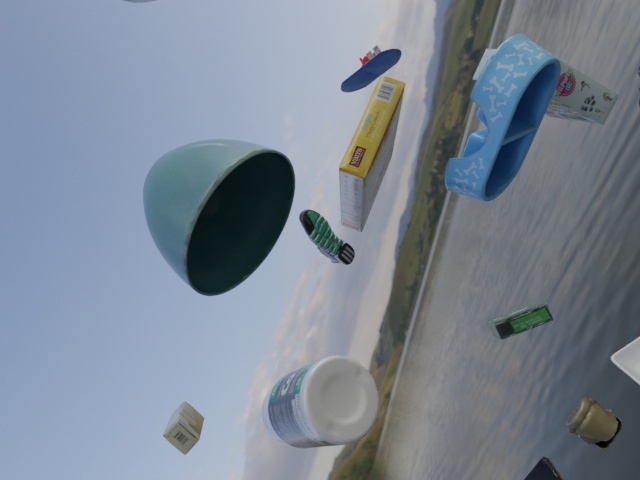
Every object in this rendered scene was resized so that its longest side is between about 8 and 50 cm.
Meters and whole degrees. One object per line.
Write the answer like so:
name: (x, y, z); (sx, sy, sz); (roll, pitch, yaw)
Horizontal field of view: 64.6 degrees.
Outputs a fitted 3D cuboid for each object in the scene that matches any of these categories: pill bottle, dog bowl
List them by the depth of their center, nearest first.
dog bowl: (0.317, -0.197, 0.881); (0.166, 0.074, 0.297); (-25, -41, -36)
pill bottle: (-0.019, 0.431, 1.316); (0.361, 0.204, 0.204); (-43, 19, 56)

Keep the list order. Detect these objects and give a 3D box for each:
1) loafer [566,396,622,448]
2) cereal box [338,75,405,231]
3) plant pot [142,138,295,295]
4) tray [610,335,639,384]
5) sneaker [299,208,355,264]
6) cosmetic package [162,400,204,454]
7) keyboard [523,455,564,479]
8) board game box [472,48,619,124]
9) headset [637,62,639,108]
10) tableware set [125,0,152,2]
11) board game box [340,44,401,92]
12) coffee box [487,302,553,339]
loafer: (0.341, 0.231, 0.629); (0.056, 0.050, 0.148); (-57, -37, 5)
cereal box: (0.083, -0.132, 0.846); (0.240, 0.048, 0.172); (78, -146, -72)
plant pot: (-0.212, -0.069, 0.942); (0.290, 0.196, 0.290); (-48, -25, -31)
tray: (0.617, 0.185, 0.817); (0.271, 0.145, 0.030); (-25, -43, -17)
sneaker: (0.000, 0.000, 1.536); (0.098, 0.223, 0.083); (-13, 36, 55)
cosmetic package: (-0.267, 0.366, 0.996); (0.041, 0.060, 0.115); (-47, 8, -5)
keyboard: (0.516, 0.646, 1.059); (0.317, 0.033, 0.201); (-112, 38, -55)
board game box: (0.612, -0.426, 1.390); (0.097, 0.304, 0.224); (-67, 20, 12)
headset: (0.887, -0.334, 1.039); (0.243, 0.395, 0.185); (17, -107, -56)
tableware set: (-0.197, -0.338, 0.663); (0.168, 0.141, 0.020); (-128, 27, -68)
board game box: (0.117, -0.427, 1.240); (0.169, 0.033, 0.133); (-31, -6, 30)
coffee box: (0.419, 0.171, 1.074); (0.184, 0.113, 0.040); (33, -146, -74)
